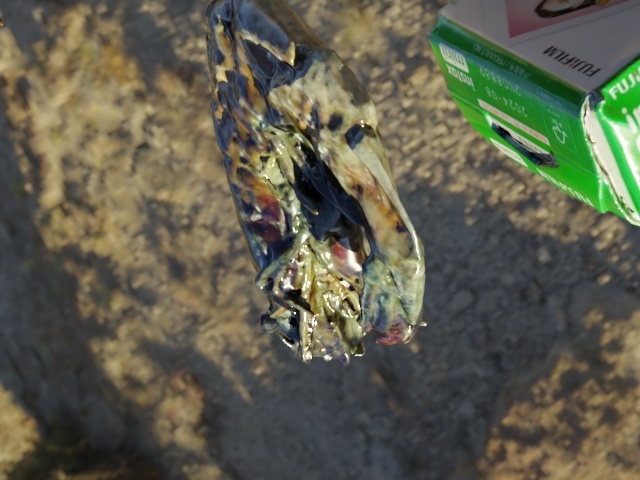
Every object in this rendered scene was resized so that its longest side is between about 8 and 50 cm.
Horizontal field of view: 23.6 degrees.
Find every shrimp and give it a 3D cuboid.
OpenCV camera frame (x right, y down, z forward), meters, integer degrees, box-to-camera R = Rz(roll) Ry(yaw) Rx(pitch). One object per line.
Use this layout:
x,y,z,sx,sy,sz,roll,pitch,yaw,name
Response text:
0.000,0.000,0.441,0.091,0.034,0.161,48,161,36,shrimp

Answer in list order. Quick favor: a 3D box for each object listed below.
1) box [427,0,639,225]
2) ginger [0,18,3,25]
0.206,-0.133,0.865,0.180,0.250,0.103,40,166,53,box
-0.228,-0.207,0.900,0.418,0.254,0.176,4,142,29,ginger
